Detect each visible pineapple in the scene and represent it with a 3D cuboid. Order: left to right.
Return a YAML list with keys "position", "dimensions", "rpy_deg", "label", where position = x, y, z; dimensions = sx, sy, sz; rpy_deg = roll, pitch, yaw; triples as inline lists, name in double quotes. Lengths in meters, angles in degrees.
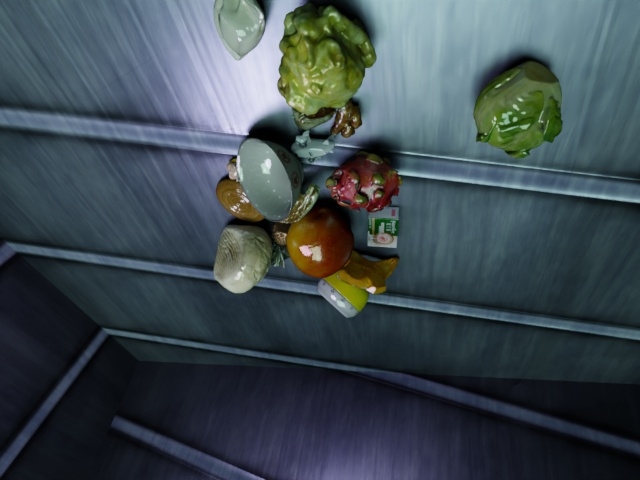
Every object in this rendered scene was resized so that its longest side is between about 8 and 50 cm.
- position: [-0.185, 0.018, 2.151]
  dimensions: [0.130, 0.119, 0.277]
  rpy_deg: [0, 143, -17]
  label: "pineapple"

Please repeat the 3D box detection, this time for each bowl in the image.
- position: [-0.170, -0.256, 1.744]
  dimensions: [0.337, 0.157, 0.338]
  rpy_deg: [30, 134, 36]
  label: "bowl"

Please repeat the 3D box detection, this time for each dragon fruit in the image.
- position: [0.159, -0.209, 1.711]
  dimensions: [0.227, 0.243, 0.307]
  rpy_deg: [-8, 154, -44]
  label: "dragon fruit"

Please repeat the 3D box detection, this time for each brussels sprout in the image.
- position: [0.619, -0.397, 1.393]
  dimensions: [0.259, 0.227, 0.295]
  rpy_deg: [2, 134, -11]
  label: "brussels sprout"

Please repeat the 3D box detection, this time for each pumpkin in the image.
- position: [0.226, 0.143, 2.104]
  dimensions: [0.289, 0.258, 0.095]
  rpy_deg: [17, 126, -1]
  label: "pumpkin"

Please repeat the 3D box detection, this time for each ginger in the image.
- position: [0.100, -0.429, 1.590]
  dimensions: [0.103, 0.073, 0.162]
  rpy_deg: [29, 145, 0]
  label: "ginger"

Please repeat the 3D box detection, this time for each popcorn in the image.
- position: [0.003, -0.547, 1.316]
  dimensions: [0.311, 0.313, 0.312]
  rpy_deg: [6, 140, 5]
  label: "popcorn"

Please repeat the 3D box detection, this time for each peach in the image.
- position: [0.000, 0.000, 1.964]
  dimensions: [0.307, 0.308, 0.333]
  rpy_deg: [9, 129, 3]
  label: "peach"

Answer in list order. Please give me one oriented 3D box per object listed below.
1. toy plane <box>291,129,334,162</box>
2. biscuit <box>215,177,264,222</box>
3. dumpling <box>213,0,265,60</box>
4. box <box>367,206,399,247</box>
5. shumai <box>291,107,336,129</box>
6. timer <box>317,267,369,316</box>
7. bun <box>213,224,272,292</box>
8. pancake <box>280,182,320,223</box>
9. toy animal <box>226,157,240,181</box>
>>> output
- position: [-0.030, -0.360, 1.693]
  dimensions: [0.173, 0.080, 0.174]
  rpy_deg: [3, 159, 1]
  label: "toy plane"
- position: [-0.356, -0.171, 1.981]
  dimensions: [0.261, 0.037, 0.262]
  rpy_deg: [18, 146, 13]
  label: "biscuit"
- position: [-0.259, -0.673, 1.360]
  dimensions: [0.179, 0.131, 0.252]
  rpy_deg: [43, 156, -7]
  label: "dumpling"
- position: [0.280, -0.059, 1.982]
  dimensions: [0.135, 0.081, 0.199]
  rpy_deg: [3, 142, 9]
  label: "box"
- position: [-0.031, -0.442, 1.547]
  dimensions: [0.183, 0.142, 0.184]
  rpy_deg: [6, 137, 6]
  label: "shumai"
- position: [0.148, 0.227, 2.261]
  dimensions: [0.284, 0.285, 0.285]
  rpy_deg: [6, 140, 5]
  label: "timer"
- position: [-0.354, 0.080, 2.107]
  dimensions: [0.227, 0.349, 0.353]
  rpy_deg: [14, 123, -34]
  label: "bun"
- position: [-0.127, -0.173, 1.889]
  dimensions: [0.054, 0.198, 0.376]
  rpy_deg: [-11, -175, -42]
  label: "pancake"
- position: [-0.354, -0.284, 1.855]
  dimensions: [0.091, 0.082, 0.114]
  rpy_deg: [0, 140, 15]
  label: "toy animal"
